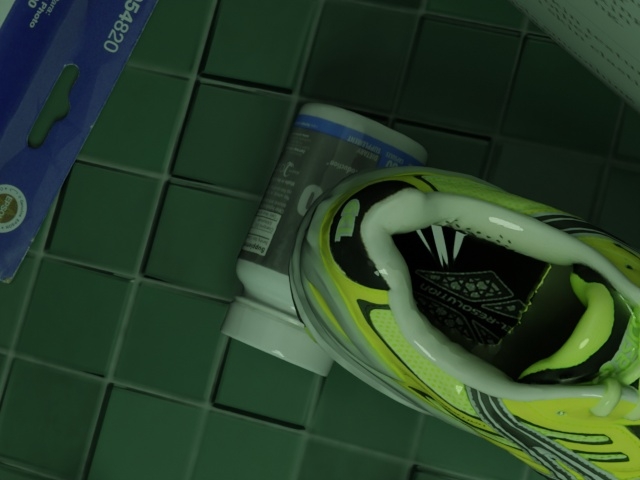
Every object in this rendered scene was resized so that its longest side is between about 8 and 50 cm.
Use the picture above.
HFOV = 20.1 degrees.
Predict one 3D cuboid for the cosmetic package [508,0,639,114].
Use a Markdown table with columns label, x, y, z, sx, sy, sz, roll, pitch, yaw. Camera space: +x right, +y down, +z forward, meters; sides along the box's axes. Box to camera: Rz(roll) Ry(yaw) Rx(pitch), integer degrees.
| label | x | y | z | sx | sy | sz | roll | pitch | yaw |
| --- | --- | --- | --- | --- | --- | --- | --- | --- | --- |
| cosmetic package | 0.177 | -0.269 | 0.804 | 0.329 | 0.393 | 0.327 | 44 | 94 | 14 |

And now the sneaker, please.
| label | x | y | z | sx | sy | sz | roll | pitch | yaw |
| --- | --- | --- | --- | --- | --- | --- | --- | --- | --- |
| sneaker | 0.159 | 0.082 | 0.880 | 0.384 | 0.147 | 0.145 | 22 | 85 | 1 |

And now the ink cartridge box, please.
| label | x | y | z | sx | sy | sz | roll | pitch | yaw |
| --- | --- | --- | --- | --- | --- | --- | --- | --- | --- |
| ink cartridge box | -0.236 | -0.119 | 1.092 | 0.224 | 0.045 | 0.223 | 26 | 87 | 17 |

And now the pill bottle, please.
| label | x | y | z | sx | sy | sz | roll | pitch | yaw |
| --- | --- | --- | --- | --- | --- | --- | --- | --- | --- |
| pill bottle | 0.000 | 0.000 | 0.993 | 0.078 | 0.078 | 0.137 | 21 | 86 | 17 |
